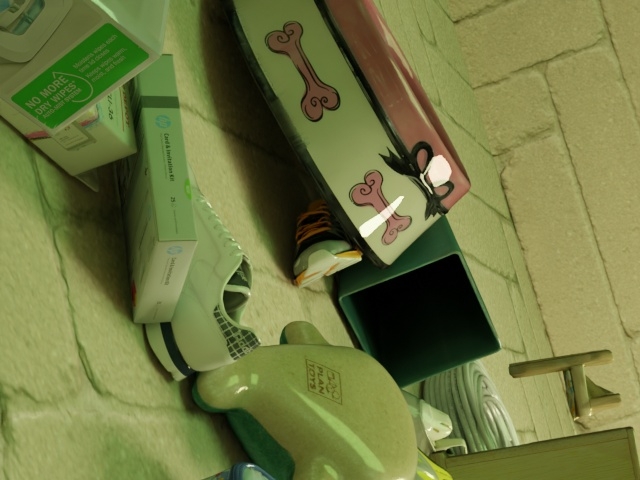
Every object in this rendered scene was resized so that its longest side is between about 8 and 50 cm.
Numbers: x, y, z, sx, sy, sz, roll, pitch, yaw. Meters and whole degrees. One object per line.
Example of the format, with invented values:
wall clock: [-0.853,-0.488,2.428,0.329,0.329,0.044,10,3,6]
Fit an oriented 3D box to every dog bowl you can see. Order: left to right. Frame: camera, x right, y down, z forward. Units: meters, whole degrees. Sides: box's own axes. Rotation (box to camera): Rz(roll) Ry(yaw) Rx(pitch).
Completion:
dog bowl: [0.041,-0.175,1.997,0.408,0.150,0.408,58,9,-14]

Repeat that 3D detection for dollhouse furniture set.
dollhouse furniture set: [0.300,0.344,2.214,0.394,0.256,0.362,29,51,-82]

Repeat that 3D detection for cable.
cable: [0.229,0.299,2.399,0.257,0.089,0.257,55,22,-44]

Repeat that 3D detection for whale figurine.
whale figurine: [-0.033,0.175,1.576,0.272,0.141,0.216,29,39,-33]

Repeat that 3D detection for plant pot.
plant pot: [0.122,0.048,2.174,0.234,0.165,0.165,-96,162,-59]

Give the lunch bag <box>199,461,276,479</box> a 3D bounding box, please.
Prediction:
lunch bag: [-0.039,0.298,1.385,0.219,0.090,0.176,47,28,-41]

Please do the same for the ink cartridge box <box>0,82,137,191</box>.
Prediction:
ink cartridge box: [-0.212,-0.134,1.348,0.198,0.067,0.115,47,28,-58]

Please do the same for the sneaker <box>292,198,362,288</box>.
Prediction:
sneaker: [0.000,0.000,1.952,0.215,0.084,0.083,-58,126,-82]

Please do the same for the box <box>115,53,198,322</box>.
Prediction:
box: [-0.144,-0.044,1.405,0.145,0.038,0.186,115,-29,-56]

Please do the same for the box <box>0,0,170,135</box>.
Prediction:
box: [-0.227,-0.250,1.187,0.231,0.126,0.262,39,35,-31]

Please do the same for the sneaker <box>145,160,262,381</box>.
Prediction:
sneaker: [-0.109,0.015,1.497,0.090,0.094,0.235,46,28,-55]

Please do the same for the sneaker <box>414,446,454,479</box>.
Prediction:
sneaker: [0.144,0.353,1.920,0.147,0.145,0.385,-92,160,-46]

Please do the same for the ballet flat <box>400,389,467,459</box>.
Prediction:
ballet flat: [0.156,0.267,2.208,0.072,0.068,0.213,-88,155,-53]
